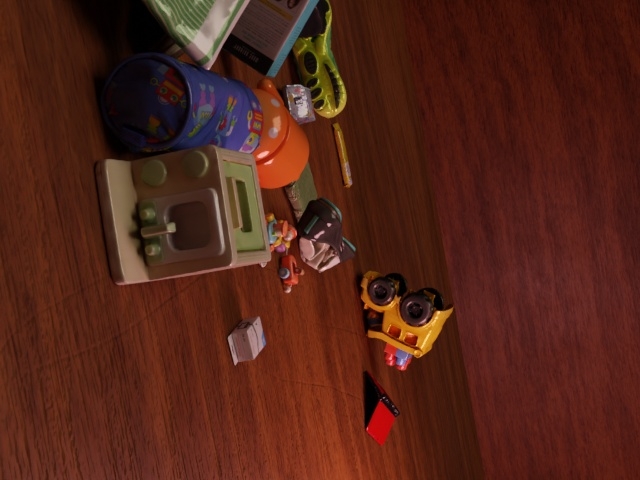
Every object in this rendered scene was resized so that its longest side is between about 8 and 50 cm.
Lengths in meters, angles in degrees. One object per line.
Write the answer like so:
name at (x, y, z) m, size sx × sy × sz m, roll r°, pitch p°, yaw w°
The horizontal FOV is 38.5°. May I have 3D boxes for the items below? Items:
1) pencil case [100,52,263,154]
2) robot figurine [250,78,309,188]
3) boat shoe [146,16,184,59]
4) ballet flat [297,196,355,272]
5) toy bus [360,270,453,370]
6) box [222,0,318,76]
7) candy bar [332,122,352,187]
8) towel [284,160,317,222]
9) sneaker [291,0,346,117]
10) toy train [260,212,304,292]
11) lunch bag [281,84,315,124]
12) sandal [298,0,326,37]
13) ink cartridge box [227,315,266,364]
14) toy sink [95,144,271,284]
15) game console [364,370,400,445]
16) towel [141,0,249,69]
pencil case at (-0.174, -0.167, 1.223) m, size 0.306 × 0.119 × 0.133 m, roll -8°, pitch 119°, yaw -75°
robot figurine at (-0.095, -0.161, 1.478) m, size 0.128 × 0.158 × 0.219 m, roll 44°, pitch -1°, yaw 26°
boat shoe at (-0.209, -0.345, 1.292) m, size 0.095 × 0.095 × 0.258 m, roll 43°, pitch 35°, yaw -28°
ballet flat at (0.000, 0.000, 1.773) m, size 0.096 × 0.095 × 0.280 m, roll -51°, pitch 160°, yaw -9°
toy bus at (0.183, 0.198, 2.212) m, size 0.149 × 0.220 × 0.212 m, roll -13°, pitch 126°, yaw -69°
box at (-0.063, -0.403, 1.531) m, size 0.244 × 0.100 × 0.060 m, roll -58°, pitch 173°, yaw 14°
candy bar at (0.054, -0.207, 2.237) m, size 0.040 × 0.018 × 0.162 m, roll -31°, pitch 111°, yaw -70°
towel at (-0.038, -0.102, 1.833) m, size 0.148 × 0.027 × 0.110 m, roll -77°, pitch 153°, yaw -56°
sneaker at (-0.019, -0.405, 1.989) m, size 0.123 × 0.109 × 0.296 m, roll 142°, pitch -62°, yaw -82°
toy train at (-0.065, 0.017, 1.629) m, size 0.166 × 0.046 × 0.125 m, roll 44°, pitch 39°, yaw -66°
lunch bag at (-0.047, -0.276, 1.858) m, size 0.083 × 0.053 × 0.071 m, roll 3°, pitch 77°, yaw -65°
sandal at (-0.096, -0.486, 1.631) m, size 0.446 × 0.167 × 0.107 m, roll 53°, pitch 49°, yaw -58°
ink cartridge box at (-0.113, 0.154, 1.409) m, size 0.083 × 0.028 × 0.048 m, roll -50°, pitch 128°, yaw -69°
toy sink at (-0.161, -0.034, 1.159) m, size 0.234 × 0.131 × 0.153 m, roll -1°, pitch 81°, yaw -74°
game console at (0.126, 0.392, 2.147) m, size 0.124 × 0.085 × 0.144 m, roll 53°, pitch -1°, yaw 33°
towel at (-0.172, -0.398, 1.093) m, size 0.325 × 0.038 × 0.248 m, roll 57°, pitch 48°, yaw -44°
